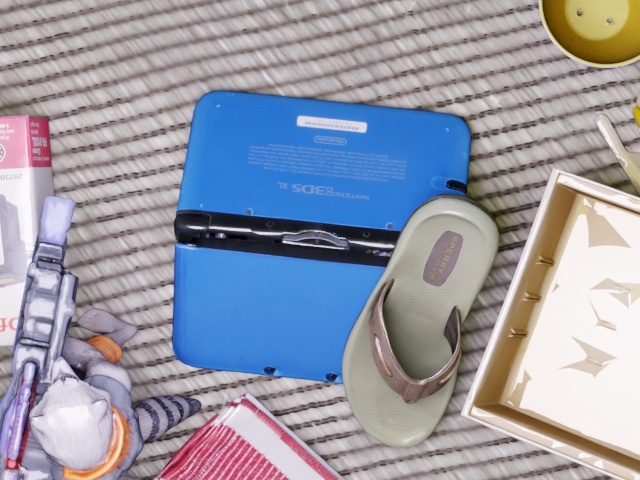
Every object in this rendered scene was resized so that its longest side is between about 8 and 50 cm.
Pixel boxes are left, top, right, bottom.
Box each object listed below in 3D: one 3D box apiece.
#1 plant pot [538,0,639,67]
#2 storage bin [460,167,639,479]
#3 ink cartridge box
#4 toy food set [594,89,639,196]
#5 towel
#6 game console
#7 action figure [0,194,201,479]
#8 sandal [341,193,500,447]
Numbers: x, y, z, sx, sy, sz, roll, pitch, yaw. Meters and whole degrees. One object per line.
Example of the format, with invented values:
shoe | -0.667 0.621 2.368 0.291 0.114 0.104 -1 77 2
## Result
plant pot | 0.286 -0.239 1.734 0.134 0.095 0.134 0 92 3
storage bin | 0.317 0.099 1.700 0.260 0.123 0.262 21 93 19
ink cartridge box | -0.367 -0.006 1.774 0.172 0.100 0.237 -4 92 4
toy food set | 0.391 -0.129 1.761 0.192 0.038 0.132 -34 90 4
towel | -0.111 0.347 1.783 0.237 0.037 0.329 43 94 -14
game console | 0.000 0.000 1.793 0.293 0.173 0.250 6 62 2
action figure | -0.214 0.136 1.657 0.178 0.330 0.341 10 93 2
sandal | 0.093 0.091 1.695 0.120 0.086 0.303 13 125 -2
